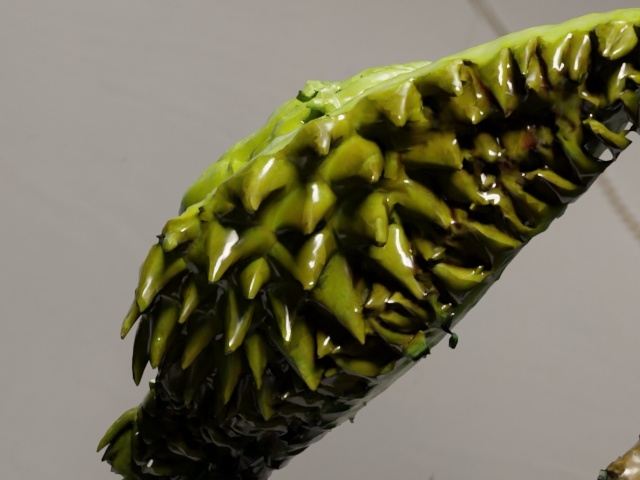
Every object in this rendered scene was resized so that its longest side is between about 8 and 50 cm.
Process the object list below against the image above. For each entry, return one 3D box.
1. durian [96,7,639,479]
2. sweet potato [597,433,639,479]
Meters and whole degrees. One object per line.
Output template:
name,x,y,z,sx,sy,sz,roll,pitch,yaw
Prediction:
durian,0.003,0.006,0.680,0.106,0.132,0.375,47,122,-7
sweet potato,0.224,0.073,0.952,0.062,0.233,0.081,44,128,19
